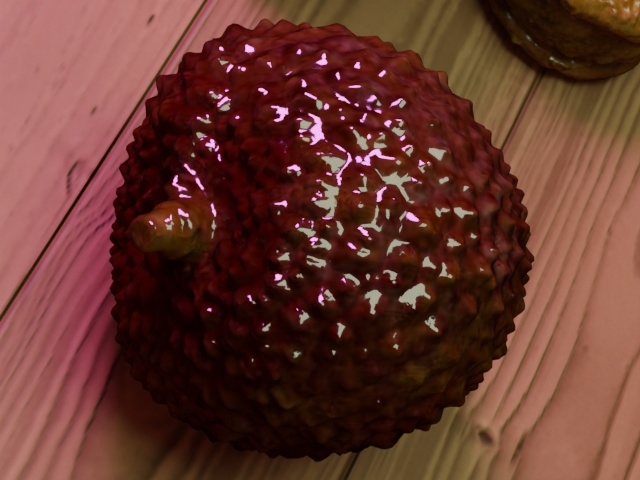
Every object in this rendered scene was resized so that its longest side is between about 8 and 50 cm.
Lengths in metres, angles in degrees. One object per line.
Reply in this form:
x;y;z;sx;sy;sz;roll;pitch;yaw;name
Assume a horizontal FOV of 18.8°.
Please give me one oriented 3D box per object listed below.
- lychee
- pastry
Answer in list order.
0.000;0.000;1.199;0.304;0.275;0.276;7;65;-51;lychee
0.216;-0.222;1.517;0.188;0.103;0.189;12;64;-27;pastry
